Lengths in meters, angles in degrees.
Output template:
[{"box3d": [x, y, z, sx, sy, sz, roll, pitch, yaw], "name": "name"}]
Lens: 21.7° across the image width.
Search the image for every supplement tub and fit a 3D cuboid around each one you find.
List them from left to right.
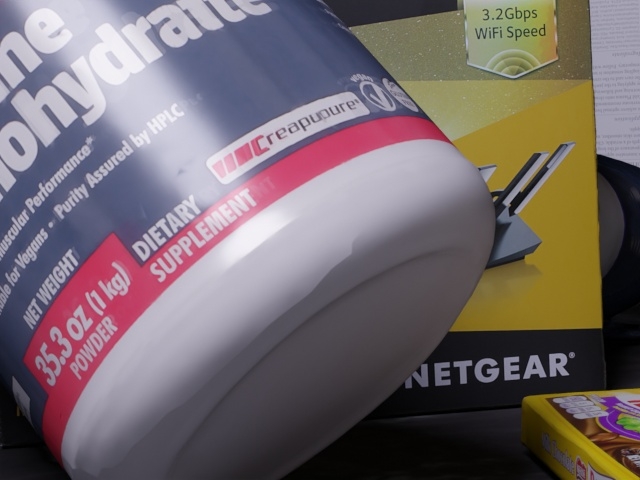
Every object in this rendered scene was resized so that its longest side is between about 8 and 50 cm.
[{"box3d": [-0.081, -0.044, 0.659, 0.191, 0.272, 0.191, -35, -21, -15], "name": "supplement tub"}]

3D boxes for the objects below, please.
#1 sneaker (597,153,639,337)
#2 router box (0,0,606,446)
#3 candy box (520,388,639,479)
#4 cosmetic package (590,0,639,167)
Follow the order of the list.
[{"box3d": [0.070, 0.010, 1.082, 0.322, 0.130, 0.236, -6, -6, 25], "name": "sneaker"}, {"box3d": [-0.016, -0.032, 0.849, 0.308, 0.243, 0.081, -5, 5, -7], "name": "router box"}, {"box3d": [0.150, 0.086, 0.640, 0.105, 0.027, 0.206, 0, 5, -6], "name": "candy box"}, {"box3d": [0.221, -0.121, 1.429, 0.377, 0.285, 0.097, 1, 5, 34], "name": "cosmetic package"}]
